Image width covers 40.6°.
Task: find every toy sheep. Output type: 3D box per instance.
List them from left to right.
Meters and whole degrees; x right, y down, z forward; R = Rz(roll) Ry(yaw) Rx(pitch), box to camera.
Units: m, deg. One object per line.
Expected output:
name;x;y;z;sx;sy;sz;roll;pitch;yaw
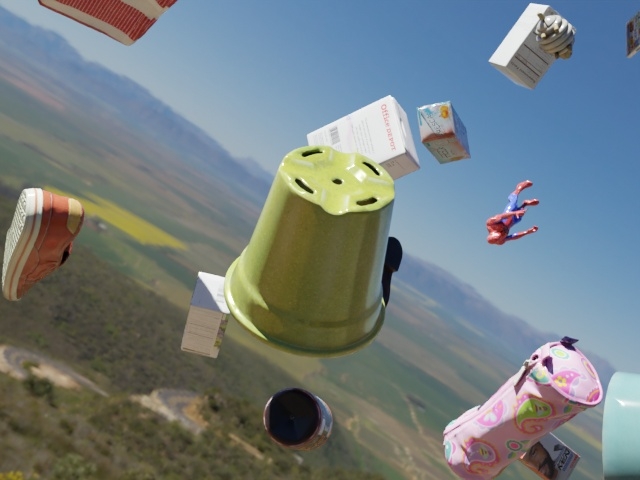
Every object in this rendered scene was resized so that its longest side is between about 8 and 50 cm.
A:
toy sheep;0.529;-0.464;1.954;0.132;0.091;0.091;51;-7;-25

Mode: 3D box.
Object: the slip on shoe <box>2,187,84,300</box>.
slip on shoe;-0.469;0.017;1.439;0.101;0.123;0.331;7;-28;-26

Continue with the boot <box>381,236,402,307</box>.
boot;0.082;0.094;1.725;0.082;0.219;0.106;41;-27;-23

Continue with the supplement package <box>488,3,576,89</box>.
supplement package;0.525;-0.482;2.149;0.105;0.179;0.105;33;9;-21

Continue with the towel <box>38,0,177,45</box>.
towel;-0.420;-0.549;1.843;0.237;0.329;0.037;20;53;-39

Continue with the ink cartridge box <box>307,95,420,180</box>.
ink cartridge box;0.120;-0.250;2.429;0.117;0.278;0.201;35;38;-54

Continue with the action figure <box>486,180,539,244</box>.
action figure;0.537;-0.069;2.302;0.139;0.280;0.091;-10;-67;43

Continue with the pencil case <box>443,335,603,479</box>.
pencil case;0.310;0.270;1.358;0.124;0.284;0.124;20;42;-20

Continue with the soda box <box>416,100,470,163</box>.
soda box;0.211;-0.180;1.467;0.058;0.063;0.183;-10;-10;16

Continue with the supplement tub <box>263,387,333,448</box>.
supplement tub;-0.034;0.327;1.565;0.106;0.106;0.198;32;-8;16

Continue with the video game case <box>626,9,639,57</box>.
video game case;0.686;-0.455;1.837;0.011;0.087;0.122;8;-17;-9

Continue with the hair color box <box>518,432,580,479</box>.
hair color box;0.529;0.505;2.038;0.167;0.093;0.053;38;-12;-26

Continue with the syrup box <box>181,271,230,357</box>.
syrup box;-0.266;0.181;2.049;0.096;0.093;0.237;14;-35;-5

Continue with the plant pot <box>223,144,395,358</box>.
plant pot;0.000;0.000;1.367;0.276;0.254;0.276;10;37;-7

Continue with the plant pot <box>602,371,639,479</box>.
plant pot;0.660;0.383;1.554;0.235;0.293;0.293;-5;-19;31
